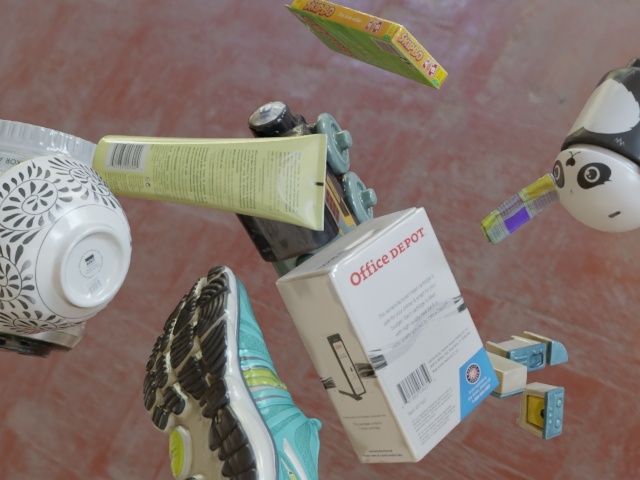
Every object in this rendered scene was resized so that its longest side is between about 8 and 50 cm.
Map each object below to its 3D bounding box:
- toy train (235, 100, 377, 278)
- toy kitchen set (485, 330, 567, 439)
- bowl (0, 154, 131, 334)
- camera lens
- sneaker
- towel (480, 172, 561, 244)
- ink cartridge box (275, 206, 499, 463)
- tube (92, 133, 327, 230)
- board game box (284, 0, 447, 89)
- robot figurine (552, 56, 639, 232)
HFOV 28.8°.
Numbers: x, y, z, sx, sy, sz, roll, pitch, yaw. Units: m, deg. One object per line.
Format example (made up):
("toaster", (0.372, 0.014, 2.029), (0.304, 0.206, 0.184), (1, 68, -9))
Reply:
("toy train", (0.000, 0.000, 1.469), (0.142, 0.334, 0.190), (-17, 33, 16))
("toy kitchen set", (0.309, 0.246, 1.937), (0.122, 0.207, 0.166), (18, 112, 51))
("bowl", (-0.225, 0.014, 1.112), (0.080, 0.170, 0.170), (19, 76, 40))
("camera lens", (-0.391, 0.004, 1.599), (0.219, 0.219, 0.274), (4, 78, 36))
("sneaker", (-0.059, 0.135, 0.938), (0.107, 0.110, 0.275), (-44, 41, 24))
("towel", (0.190, -0.029, 1.179), (0.083, 0.060, 0.009), (-34, 63, 1))
("ink cartridge box", (0.068, 0.090, 1.203), (0.086, 0.203, 0.148), (-13, 16, 48))
("tube", (-0.106, -0.065, 1.226), (0.240, 0.070, 0.062), (5, 52, 21))
("board game box", (0.061, -0.293, 1.807), (0.259, 0.124, 0.039), (25, 81, 46))
("robot figurine", (0.457, -0.146, 1.853), (0.173, 0.209, 0.278), (28, 74, 13))
